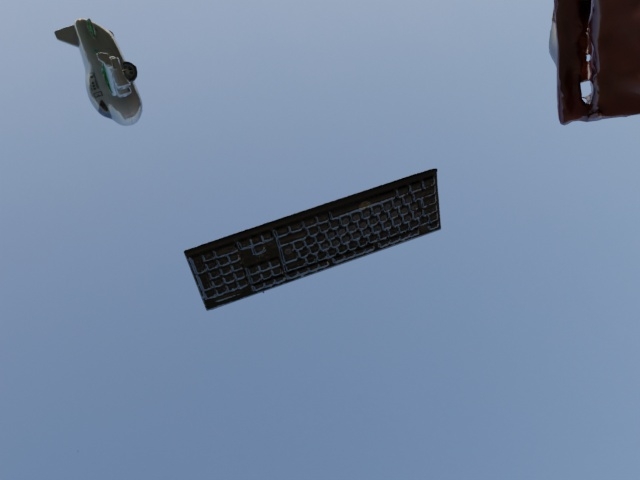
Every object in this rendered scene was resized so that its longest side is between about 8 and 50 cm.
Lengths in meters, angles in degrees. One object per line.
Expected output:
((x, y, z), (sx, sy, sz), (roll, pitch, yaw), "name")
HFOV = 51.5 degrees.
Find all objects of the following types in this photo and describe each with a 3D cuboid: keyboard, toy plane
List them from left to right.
((-0.330, -0.256, 1.015), (0.080, 0.174, 0.174), (-29, -95, -19), "toy plane")
((0.000, 0.000, 0.504), (0.197, 0.064, 0.010), (-19, -139, -8), "keyboard")

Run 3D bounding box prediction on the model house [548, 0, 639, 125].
((0.227, -0.168, 0.287), (0.160, 0.253, 0.196), (-61, -36, -47), "model house")
